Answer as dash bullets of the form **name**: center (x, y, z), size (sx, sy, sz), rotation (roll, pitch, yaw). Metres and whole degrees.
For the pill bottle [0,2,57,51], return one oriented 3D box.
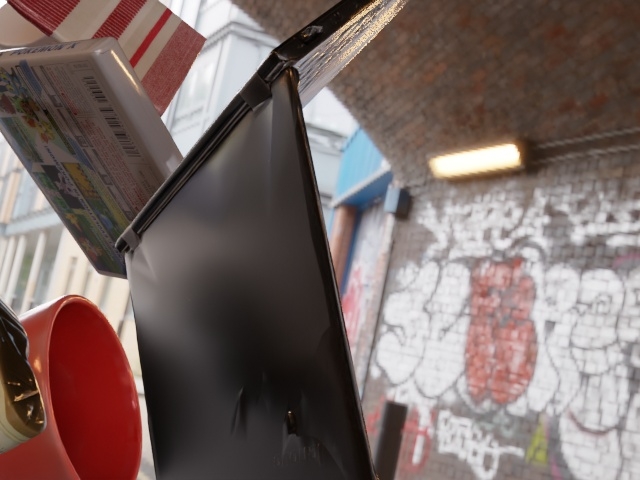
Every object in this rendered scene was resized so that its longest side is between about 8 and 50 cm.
- **pill bottle**: center (-0.486, -0.303, 1.681), size (0.162, 0.162, 0.278), rotation (10, -31, 16)

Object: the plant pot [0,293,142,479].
- **plant pot**: center (-0.394, 0.229, 1.174), size (0.243, 0.274, 0.275), rotation (-15, -11, 8)

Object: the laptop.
- **laptop**: center (0.000, 0.000, 0.723), size (0.236, 0.408, 0.382), rotation (49, -32, -4)

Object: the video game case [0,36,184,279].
- **video game case**: center (-0.248, -0.076, 1.060), size (0.300, 0.036, 0.329), rotation (6, -46, 44)

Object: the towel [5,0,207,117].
- **towel**: center (-0.361, -0.370, 1.538), size (0.329, 0.237, 0.037), rotation (37, -48, -18)

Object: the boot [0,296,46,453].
- **boot**: center (-0.343, 0.135, 0.822), size (0.213, 0.165, 0.077), rotation (55, -1, 46)
